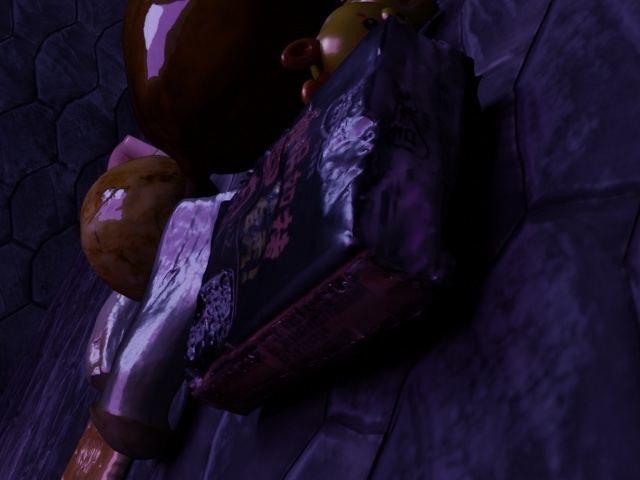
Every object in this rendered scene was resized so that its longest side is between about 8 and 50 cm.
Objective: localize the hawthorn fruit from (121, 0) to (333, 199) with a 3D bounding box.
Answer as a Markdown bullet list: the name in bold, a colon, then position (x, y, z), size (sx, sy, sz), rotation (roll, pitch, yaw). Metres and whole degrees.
- **hawthorn fruit**: position (-0.130, -0.242, 1.054), size (0.308, 0.308, 0.325), rotation (-35, 11, 50)

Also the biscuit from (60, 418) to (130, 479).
- **biscuit**: position (-0.321, 0.321, 1.125), size (0.249, 0.030, 0.160), rotation (-15, 48, 63)

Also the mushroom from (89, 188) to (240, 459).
- **mushroom**: position (-0.168, 0.093, 0.942), size (0.329, 0.122, 0.159), rotation (-68, 12, -19)

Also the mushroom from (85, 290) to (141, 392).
- **mushroom**: position (-0.275, 0.076, 1.258), size (0.122, 0.095, 0.351), rotation (-20, 43, 53)

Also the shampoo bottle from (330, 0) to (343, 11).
- **shampoo bottle**: position (-0.055, -0.355, 1.335), size (0.350, 0.084, 0.126), rotation (-20, 42, 61)

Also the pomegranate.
- **pomegranate**: position (-0.240, -0.012, 1.136), size (0.215, 0.215, 0.215), rotation (-49, 23, 29)

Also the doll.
- **doll**: position (0.042, -0.190, 0.816), size (0.135, 0.143, 0.221), rotation (-34, 25, 47)

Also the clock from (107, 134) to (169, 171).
- **clock**: position (-0.336, -0.053, 1.434), size (0.227, 0.142, 0.241), rotation (48, -113, -84)

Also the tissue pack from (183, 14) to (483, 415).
- **tissue pack**: position (0.000, 0.000, 0.676), size (0.332, 0.123, 0.245), rotation (-41, 33, 50)
